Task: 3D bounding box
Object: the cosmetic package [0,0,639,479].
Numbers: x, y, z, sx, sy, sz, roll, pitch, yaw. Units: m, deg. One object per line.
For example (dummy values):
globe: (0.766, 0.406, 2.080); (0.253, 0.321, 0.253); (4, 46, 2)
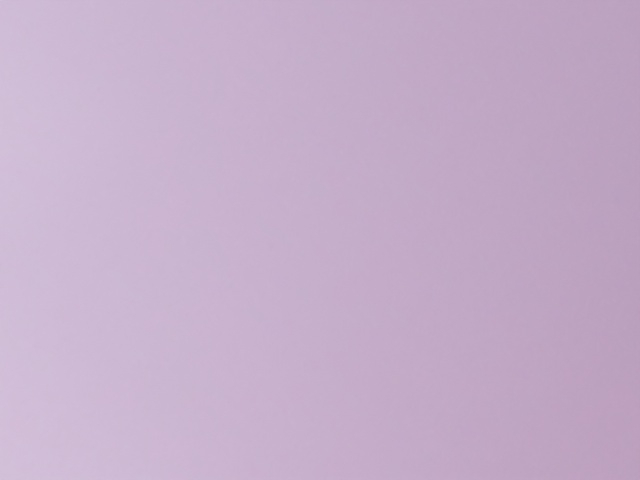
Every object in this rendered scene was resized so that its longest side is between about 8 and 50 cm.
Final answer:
cosmetic package: (0.017, -0.045, 0.564); (0.393, 0.327, 0.329); (-59, 20, -17)
